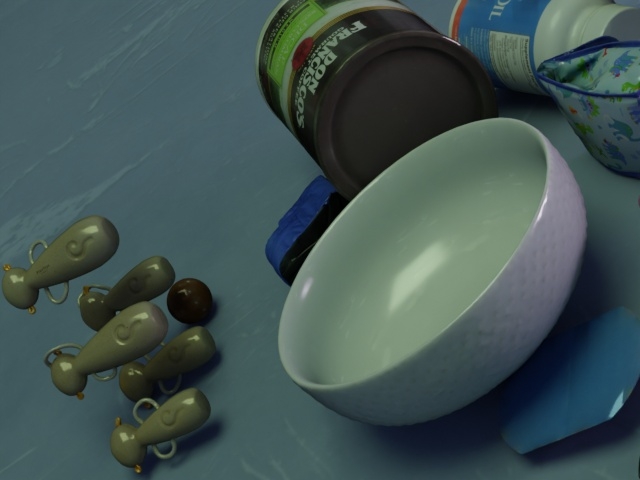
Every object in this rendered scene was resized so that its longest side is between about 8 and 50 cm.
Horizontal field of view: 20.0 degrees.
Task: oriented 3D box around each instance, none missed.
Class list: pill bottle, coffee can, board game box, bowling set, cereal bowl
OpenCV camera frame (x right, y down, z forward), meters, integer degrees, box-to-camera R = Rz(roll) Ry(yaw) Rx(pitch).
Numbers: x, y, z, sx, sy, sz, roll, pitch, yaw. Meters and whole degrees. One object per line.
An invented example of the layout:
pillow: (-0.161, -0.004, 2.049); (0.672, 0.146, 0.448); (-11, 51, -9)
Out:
pill bottle: (0.255, -0.219, 1.979); (0.221, 0.124, 0.124); (15, 63, 49)
coffee can: (0.055, -0.166, 2.010); (0.201, 0.201, 0.275); (-40, 26, 1)
board game box: (0.241, 0.139, 1.687); (0.169, 0.033, 0.133); (-28, 35, 34)
bowling set: (-0.210, 0.117, 2.056); (0.154, 0.200, 0.287); (-32, 78, 21)
cereal bowl: (0.127, 0.049, 1.777); (0.339, 0.141, 0.339); (-34, 29, 21)

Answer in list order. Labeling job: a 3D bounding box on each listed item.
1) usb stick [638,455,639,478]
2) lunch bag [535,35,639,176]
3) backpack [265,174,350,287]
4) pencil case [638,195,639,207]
usb stick: (0.394, 0.175, 1.496); (0.278, 0.045, 0.077); (-6, 51, 39)
lunch bag: (0.305, -0.134, 1.836); (0.151, 0.129, 0.096); (2, 49, 47)
backpack: (0.000, 0.000, 2.012); (0.120, 0.098, 0.101); (-54, 27, 3)
pencil case: (0.425, -0.097, 1.687); (0.284, 0.124, 0.124); (-45, 35, -8)
